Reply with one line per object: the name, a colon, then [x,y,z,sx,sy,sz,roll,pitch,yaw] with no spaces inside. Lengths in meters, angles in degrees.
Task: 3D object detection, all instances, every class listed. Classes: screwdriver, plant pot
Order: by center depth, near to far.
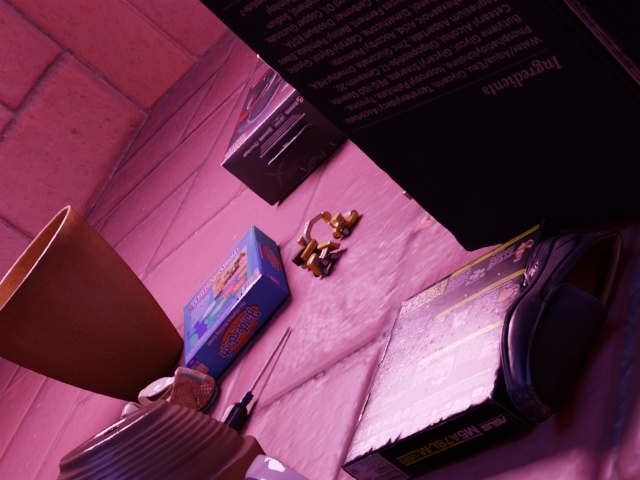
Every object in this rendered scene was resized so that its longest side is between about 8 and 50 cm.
plant pot: [-0.178,0.231,1.155,0.237,0.109,0.237,-31,1,1]
screwdriver: [-0.071,0.162,1.340,0.025,0.024,0.170,10,51,38]
plant pot: [-0.333,0.117,1.714,0.237,0.254,0.237,-47,16,19]

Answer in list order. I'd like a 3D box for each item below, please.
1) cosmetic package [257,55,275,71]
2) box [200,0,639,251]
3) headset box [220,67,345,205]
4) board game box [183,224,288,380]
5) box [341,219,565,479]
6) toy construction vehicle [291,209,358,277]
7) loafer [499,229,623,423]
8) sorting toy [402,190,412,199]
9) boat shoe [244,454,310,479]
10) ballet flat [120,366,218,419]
cosmetic package: [0.123,-0.300,1.361,0.365,0.155,0.197,-54,-26,12]
box: [0.144,-0.333,0.952,0.297,0.472,0.480,-19,36,54]
headset box: [-0.029,-0.205,1.822,0.218,0.110,0.293,-42,19,29]
board game box: [-0.116,0.080,1.572,0.160,0.047,0.210,-50,17,10]
box: [0.110,0.094,0.945,0.191,0.045,0.184,-36,21,46]
toy construction vehicle: [0.000,0.000,1.448,0.098,0.035,0.086,-59,18,-21]
loafer: [0.172,0.052,0.836,0.061,0.062,0.170,-29,29,43]
sorting toy: [0.163,-0.111,1.223,0.132,0.046,0.274,-30,27,52]
boat shoe: [-0.009,0.237,0.889,0.088,0.096,0.267,-51,24,-12]
ballet flat: [-0.212,0.219,1.502,0.206,0.067,0.073,-43,20,31]
